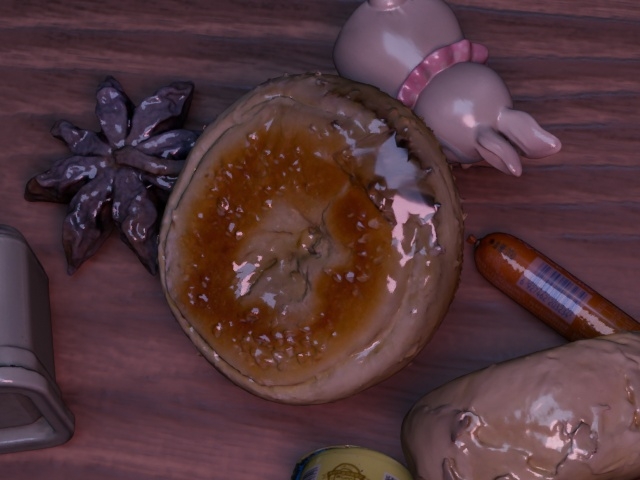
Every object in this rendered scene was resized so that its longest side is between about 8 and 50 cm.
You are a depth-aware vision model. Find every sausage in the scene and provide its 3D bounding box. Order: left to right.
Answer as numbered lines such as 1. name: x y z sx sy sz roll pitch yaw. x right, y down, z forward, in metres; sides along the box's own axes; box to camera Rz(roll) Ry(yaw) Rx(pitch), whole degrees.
1. sausage: 0.275 0.095 1.560 0.348 0.053 0.053 37 80 16

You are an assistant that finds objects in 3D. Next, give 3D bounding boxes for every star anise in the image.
1. star anise: -0.172 -0.075 1.656 0.262 0.081 0.230 -15 60 4

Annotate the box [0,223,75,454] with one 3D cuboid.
1. box: -0.396 0.100 1.587 0.312 0.175 0.182 -8 62 4

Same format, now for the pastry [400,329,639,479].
1. pastry: 0.195 0.167 1.444 0.265 0.265 0.133 -18 71 1

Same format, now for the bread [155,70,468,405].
1. bread: 0.000 0.000 1.543 0.305 0.159 0.305 1 91 26

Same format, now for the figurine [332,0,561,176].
1. figurine: 0.119 -0.121 1.588 0.127 0.155 0.235 -24 62 -31

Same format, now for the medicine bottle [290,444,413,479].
1. medicine bottle: 0.010 0.299 1.447 0.124 0.124 0.239 10 48 10
